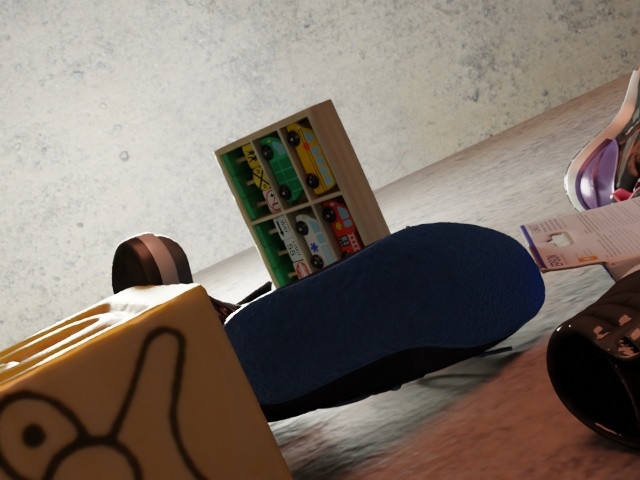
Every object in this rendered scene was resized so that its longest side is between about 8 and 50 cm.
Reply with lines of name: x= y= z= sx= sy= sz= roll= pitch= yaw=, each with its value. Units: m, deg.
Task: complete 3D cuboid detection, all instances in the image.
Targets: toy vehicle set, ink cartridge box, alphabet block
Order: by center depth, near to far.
alphabet block: x=-0.137 y=0.154 z=0.606 sx=0.192 sy=0.197 sz=0.193 roll=-27 pitch=7 yaw=-24
ink cartridge box: x=0.299 y=-0.003 z=0.853 sx=0.224 sy=0.045 sz=0.223 roll=-14 pitch=9 yaw=10
toy vehicle set: x=0.000 y=0.000 z=1.013 sx=0.035 sy=0.267 sz=0.166 roll=-30 pitch=8 yaw=-42

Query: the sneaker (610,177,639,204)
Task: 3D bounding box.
sneaker: x=0.354 y=-0.041 z=1.008 sx=0.047 sy=0.057 sz=0.119 roll=-27 pitch=9 yaw=-35

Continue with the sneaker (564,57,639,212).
sneaker: x=0.425 y=-0.140 z=1.156 sx=0.283 sy=0.107 sz=0.124 roll=-55 pitch=22 yaw=-12

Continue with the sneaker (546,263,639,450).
sneaker: x=0.250 y=0.051 z=0.524 sx=0.147 sy=0.104 sz=0.296 roll=-31 pitch=4 yaw=-35

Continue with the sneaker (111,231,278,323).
sneaker: x=-0.076 y=0.079 z=0.866 sx=0.178 sy=0.124 sz=0.295 roll=-25 pitch=-35 yaw=-20

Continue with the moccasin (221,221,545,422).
moccasin: x=0.037 y=0.066 z=0.816 sx=0.342 sy=0.137 sz=0.117 roll=-10 pitch=-23 yaw=-31
